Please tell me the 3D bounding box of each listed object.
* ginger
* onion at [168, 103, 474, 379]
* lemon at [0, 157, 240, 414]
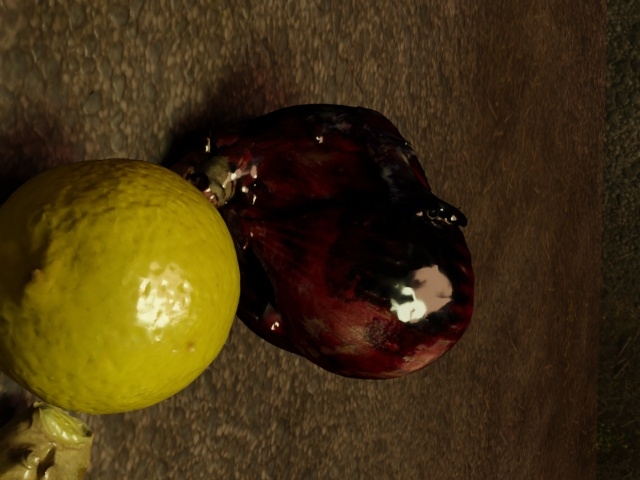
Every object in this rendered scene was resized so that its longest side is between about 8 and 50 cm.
[{"bbox_3d":[-0.221,0.205,1.013,0.115,0.081,0.205,53,50,-68],"label":"ginger"},{"bbox_3d":[0.015,0.007,1.278,0.221,0.281,0.281,-52,163,17],"label":"onion"},{"bbox_3d":[-0.143,0.030,1.018,0.203,0.178,0.178,-2,99,-67],"label":"lemon"}]
